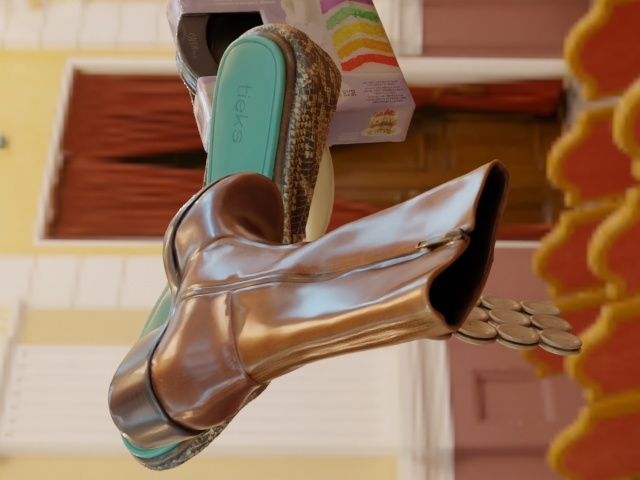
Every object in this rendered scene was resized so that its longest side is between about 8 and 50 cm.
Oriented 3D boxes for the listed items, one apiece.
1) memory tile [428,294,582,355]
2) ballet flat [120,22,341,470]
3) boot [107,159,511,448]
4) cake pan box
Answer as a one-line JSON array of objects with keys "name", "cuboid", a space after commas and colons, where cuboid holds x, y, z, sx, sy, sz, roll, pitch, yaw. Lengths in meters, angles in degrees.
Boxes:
[{"name": "memory tile", "cuboid": [0.140, 0.067, 1.241, 0.113, 0.148, 0.012, -108, 28, -72]}, {"name": "ballet flat", "cuboid": [-0.067, 0.016, 1.575, 0.182, 0.164, 0.483, 17, -92, -53]}, {"name": "boot", "cuboid": [0.000, 0.000, 0.993, 0.096, 0.280, 0.264, 51, -144, -17]}, {"name": "cake pan box", "cuboid": [-0.046, -0.221, 1.794, 0.070, 0.266, 0.246, 105, 155, -47]}]
